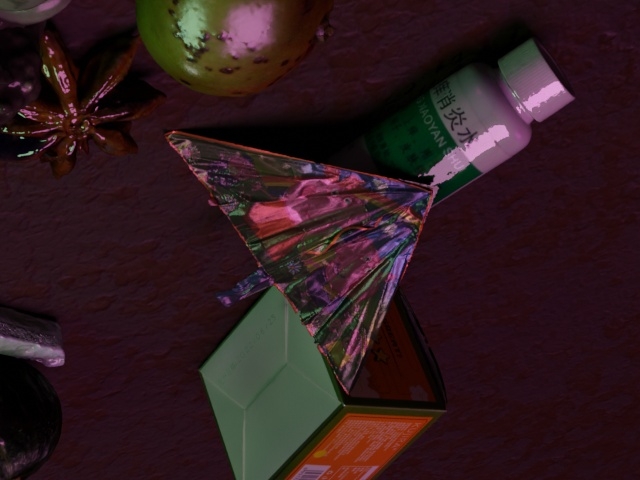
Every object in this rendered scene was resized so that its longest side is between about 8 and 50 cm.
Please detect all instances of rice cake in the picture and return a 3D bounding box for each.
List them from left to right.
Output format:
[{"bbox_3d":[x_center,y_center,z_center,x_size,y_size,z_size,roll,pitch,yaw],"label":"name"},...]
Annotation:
[{"bbox_3d":[-0.318,0.076,1.512,0.034,0.043,0.211,-36,144,29],"label":"rice cake"}]

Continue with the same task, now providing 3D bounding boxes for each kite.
[{"bbox_3d":[0.000,0.000,1.465,0.234,0.016,0.321,-26,118,18],"label":"kite"}]

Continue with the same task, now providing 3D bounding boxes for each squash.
[{"bbox_3d":[-0.341,0.189,1.563,0.193,0.156,0.193,-33,150,-23],"label":"squash"}]

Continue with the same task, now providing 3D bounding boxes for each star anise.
[{"bbox_3d":[-0.200,-0.107,1.307,0.168,0.057,0.168,-15,148,-10],"label":"star anise"}]

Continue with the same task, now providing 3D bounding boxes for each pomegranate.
[{"bbox_3d":[-0.086,-0.189,1.192,0.205,0.159,0.159,17,136,-9],"label":"pomegranate"}]

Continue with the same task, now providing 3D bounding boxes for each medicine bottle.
[{"bbox_3d":[0.104,-0.085,1.482,0.260,0.095,0.095,-33,146,14],"label":"medicine bottle"}]

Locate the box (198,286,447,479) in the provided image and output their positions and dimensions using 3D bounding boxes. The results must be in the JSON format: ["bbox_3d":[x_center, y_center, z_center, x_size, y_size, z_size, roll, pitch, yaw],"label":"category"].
[{"bbox_3d":[0.001,0.154,1.686,0.148,0.177,0.195,8,136,-36],"label":"box"}]

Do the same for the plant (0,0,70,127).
[{"bbox_3d":[-0.232,-0.179,1.107,0.146,0.149,0.274,-2,145,-39],"label":"plant"}]
